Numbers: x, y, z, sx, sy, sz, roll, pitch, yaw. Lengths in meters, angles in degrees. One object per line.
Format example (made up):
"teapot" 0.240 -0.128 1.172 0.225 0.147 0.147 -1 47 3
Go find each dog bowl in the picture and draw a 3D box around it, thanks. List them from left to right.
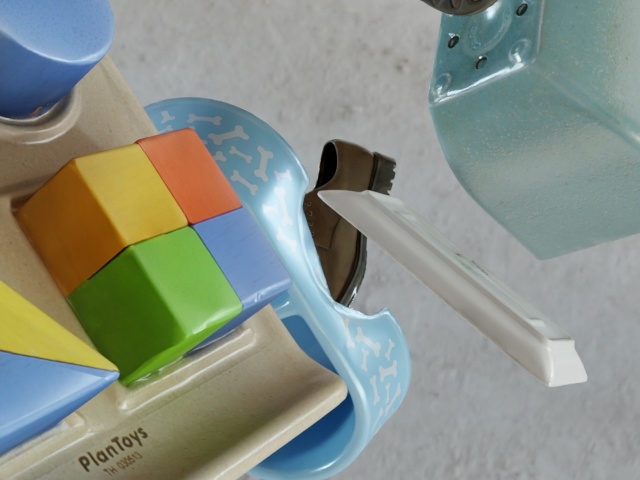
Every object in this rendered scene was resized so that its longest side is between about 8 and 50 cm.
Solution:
"dog bowl" -0.057 0.046 0.892 0.166 0.297 0.074 -21 21 27

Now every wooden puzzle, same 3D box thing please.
"wooden puzzle" -0.153 -0.031 0.536 0.348 0.080 0.322 53 31 7

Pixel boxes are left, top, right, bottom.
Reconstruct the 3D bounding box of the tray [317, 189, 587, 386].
"tray" 0.127 0.033 1.154 0.270 0.030 0.145 41 12 21

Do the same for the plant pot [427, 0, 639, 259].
"plant pot" 0.254 -0.162 1.338 0.252 0.247 0.248 30 58 -33

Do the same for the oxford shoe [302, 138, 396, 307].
"oxford shoe" 0.000 0.000 1.305 0.096 0.083 0.227 24 64 -20

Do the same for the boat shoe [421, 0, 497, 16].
"boat shoe" 0.053 -0.309 1.073 0.324 0.122 0.120 41 61 19
